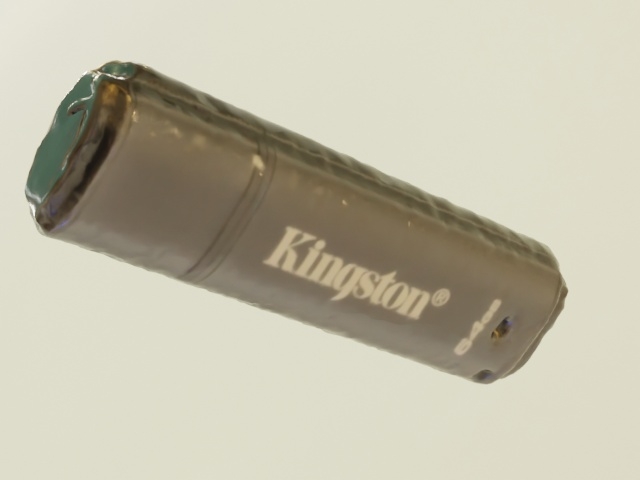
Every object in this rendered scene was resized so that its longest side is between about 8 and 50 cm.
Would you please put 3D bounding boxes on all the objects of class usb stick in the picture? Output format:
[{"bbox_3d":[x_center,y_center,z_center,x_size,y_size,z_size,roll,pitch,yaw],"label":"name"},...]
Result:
[{"bbox_3d":[0.000,0.000,0.732,0.045,0.278,0.077,39,-76,49],"label":"usb stick"}]
